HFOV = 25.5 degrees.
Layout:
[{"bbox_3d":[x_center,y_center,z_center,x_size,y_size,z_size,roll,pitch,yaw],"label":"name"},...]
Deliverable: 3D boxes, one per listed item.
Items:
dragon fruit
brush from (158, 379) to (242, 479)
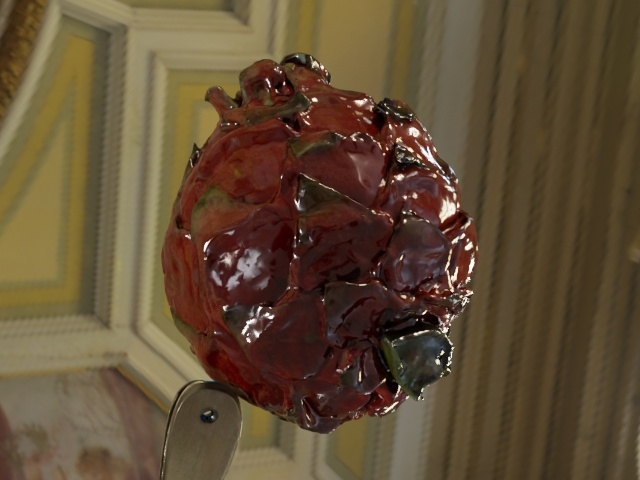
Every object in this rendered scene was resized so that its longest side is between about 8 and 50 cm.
[{"bbox_3d":[0.000,0.000,1.081,0.244,0.244,0.298,4,-114,-28],"label":"dragon fruit"},{"bbox_3d":[-0.121,0.250,1.086,0.070,0.065,0.327,14,-72,-7],"label":"brush"}]
